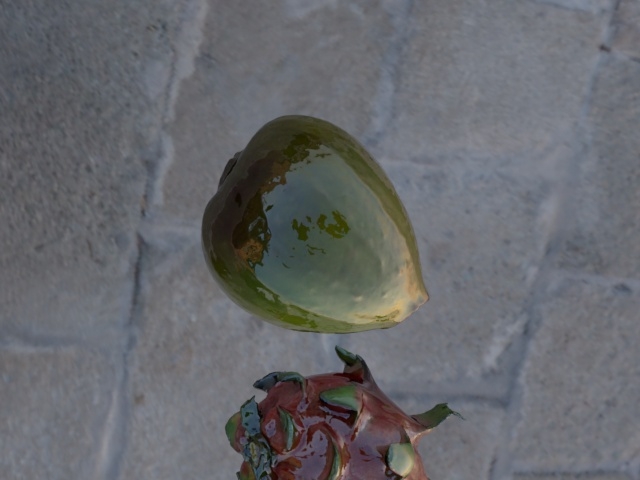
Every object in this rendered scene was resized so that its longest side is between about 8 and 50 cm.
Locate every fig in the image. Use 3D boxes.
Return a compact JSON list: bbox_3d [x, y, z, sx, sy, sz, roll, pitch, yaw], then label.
[{"bbox_3d":[0.000,0.000,0.428,0.088,0.074,0.074,40,92,2],"label":"fig"}]

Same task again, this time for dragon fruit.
[{"bbox_3d":[0.038,0.177,0.931,0.235,0.135,0.137,25,123,-11],"label":"dragon fruit"}]
